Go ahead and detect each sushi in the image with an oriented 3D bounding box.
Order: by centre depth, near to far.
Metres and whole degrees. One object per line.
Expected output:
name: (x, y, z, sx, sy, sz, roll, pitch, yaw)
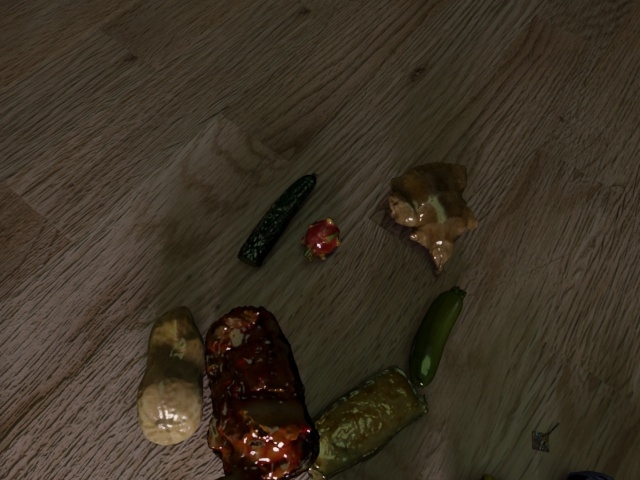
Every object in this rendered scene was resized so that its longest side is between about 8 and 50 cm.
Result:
sushi: (-0.125, 0.292, 0.780, 0.196, 0.182, 0.344, -24, 53, 3)

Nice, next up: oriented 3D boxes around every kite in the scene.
kite: (0.463, 0.402, 0.891, 0.044, 0.002, 0.078, 31, 68, 10)

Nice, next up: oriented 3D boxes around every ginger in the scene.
ginger: (0.267, -0.060, 1.024, 0.218, 0.123, 0.271, 4, 65, -5)

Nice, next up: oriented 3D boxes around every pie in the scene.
pie: (0.084, 0.357, 0.851, 0.282, 0.068, 0.129, -27, 68, -19)

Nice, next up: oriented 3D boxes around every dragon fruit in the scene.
dragon fruit: (-0.002, 0.000, 1.002, 0.116, 0.081, 0.086, -39, 84, -20)

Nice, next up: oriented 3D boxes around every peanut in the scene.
peanut: (-0.283, 0.256, 0.833, 0.122, 0.137, 0.254, 2, 63, -5)

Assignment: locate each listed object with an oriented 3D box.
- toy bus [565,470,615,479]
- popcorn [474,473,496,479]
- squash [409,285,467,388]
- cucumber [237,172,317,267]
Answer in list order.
toy bus: (0.484, 0.571, 0.748, 0.133, 0.125, 0.293, -3, 67, -5)
popcorn: (0.306, 0.493, 0.745, 0.197, 0.198, 0.156, -10, 65, -9)
squash: (0.249, 0.197, 0.930, 0.069, 0.069, 0.258, 28, 60, 9)
cucumber: (-0.095, -0.063, 1.034, 0.067, 0.068, 0.294, 29, 66, 9)
